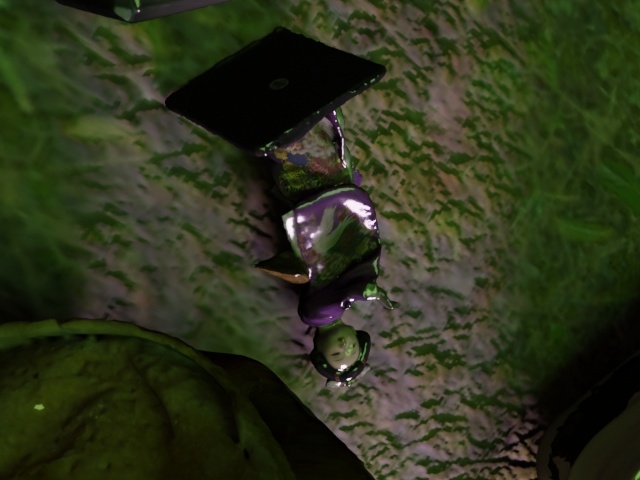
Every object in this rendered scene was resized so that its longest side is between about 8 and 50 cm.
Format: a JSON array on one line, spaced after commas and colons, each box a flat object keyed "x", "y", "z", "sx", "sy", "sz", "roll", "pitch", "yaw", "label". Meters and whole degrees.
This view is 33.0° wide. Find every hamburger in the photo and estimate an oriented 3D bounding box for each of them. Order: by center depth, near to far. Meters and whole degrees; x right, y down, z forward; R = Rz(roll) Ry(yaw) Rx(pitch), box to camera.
[{"x": -0.101, "y": 0.163, "z": 0.426, "sx": 0.285, "sy": 0.265, "sz": 0.134, "roll": -36, "pitch": 150, "yaw": -16, "label": "hamburger"}]

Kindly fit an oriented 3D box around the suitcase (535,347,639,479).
[{"x": 0.288, "y": 0.225, "z": 0.795, "sx": 0.339, "sy": 0.194, "sz": 0.351, "roll": -34, "pitch": 123, "yaw": -16, "label": "suitcase"}]

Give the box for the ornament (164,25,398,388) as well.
[{"x": 0.005, "y": 0.001, "z": 0.561, "sx": 0.088, "sy": 0.081, "sz": 0.203, "roll": -33, "pitch": 124, "yaw": -24, "label": "ornament"}]

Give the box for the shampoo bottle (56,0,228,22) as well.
[{"x": -0.032, "y": -0.155, "z": 0.478, "sx": 0.246, "sy": 0.079, "sz": 0.080, "roll": -21, "pitch": 117, "yaw": -31, "label": "shampoo bottle"}]
